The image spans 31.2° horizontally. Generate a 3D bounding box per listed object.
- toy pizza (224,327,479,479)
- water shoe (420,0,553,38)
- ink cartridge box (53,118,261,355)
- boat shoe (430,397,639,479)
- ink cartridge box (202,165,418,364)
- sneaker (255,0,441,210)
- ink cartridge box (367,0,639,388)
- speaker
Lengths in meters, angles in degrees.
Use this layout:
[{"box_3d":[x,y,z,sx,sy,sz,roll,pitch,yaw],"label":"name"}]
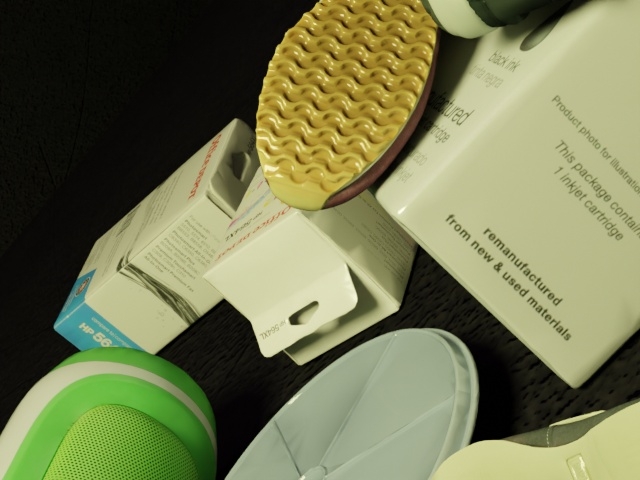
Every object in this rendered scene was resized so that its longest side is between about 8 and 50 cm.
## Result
[{"box_3d":[0.004,0.126,0.539,0.201,0.032,0.201,-43,17,17],"label":"toy pizza"},{"box_3d":[0.105,-0.159,0.483,0.080,0.073,0.203,-4,48,35],"label":"water shoe"},{"box_3d":[-0.124,0.007,1.011,0.203,0.086,0.148,-37,20,26],"label":"ink cartridge box"},{"box_3d":[0.093,0.084,0.405,0.043,0.049,0.137,-4,-21,-43],"label":"boat shoe"},{"box_3d":[0.000,0.000,0.727,0.092,0.090,0.143,-34,21,35],"label":"ink cartridge box"},{"box_3d":[0.024,-0.087,0.514,0.084,0.070,0.185,83,-153,-69],"label":"sneaker"},{"box_3d":[0.150,-0.102,0.543,0.289,0.121,0.211,-46,18,4],"label":"ink cartridge box"},{"box_3d":[-0.138,0.186,0.578,0.131,0.131,0.296,-37,20,28],"label":"speaker"}]
